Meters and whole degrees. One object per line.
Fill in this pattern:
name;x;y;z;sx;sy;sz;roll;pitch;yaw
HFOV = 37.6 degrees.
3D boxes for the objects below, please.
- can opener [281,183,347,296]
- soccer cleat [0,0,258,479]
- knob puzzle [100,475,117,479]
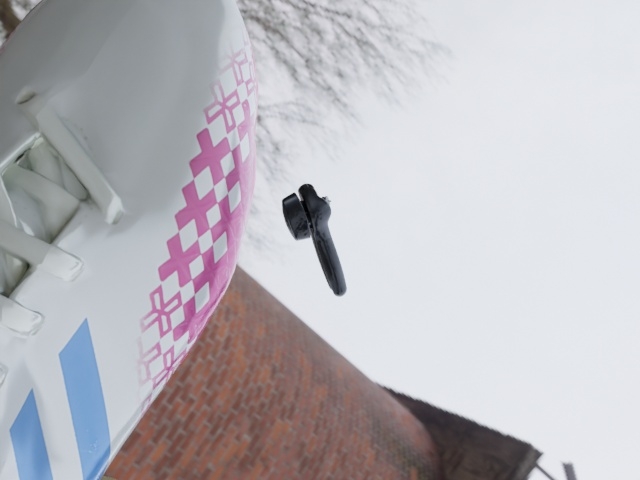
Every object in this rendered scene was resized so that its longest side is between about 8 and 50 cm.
can opener;0.000;0.000;1.404;0.073;0.186;0.059;-21;-152;3
soccer cleat;-0.116;0.041;0.313;0.116;0.143;0.331;21;-94;14
knob puzzle;-0.280;0.358;1.098;0.030;0.213;0.213;109;0;-54
